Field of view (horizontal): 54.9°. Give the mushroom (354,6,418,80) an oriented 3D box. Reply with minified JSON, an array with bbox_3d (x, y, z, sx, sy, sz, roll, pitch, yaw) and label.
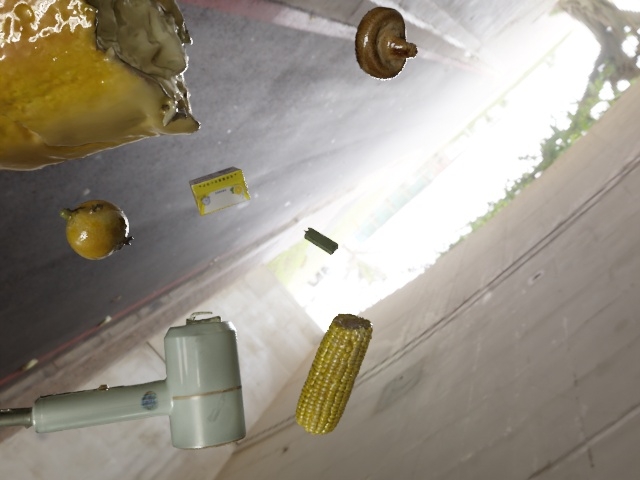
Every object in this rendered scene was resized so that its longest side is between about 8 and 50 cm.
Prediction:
[{"bbox_3d":[0.110,-0.344,1.080,0.109,0.126,0.085,-6,-152,-7],"label":"mushroom"}]

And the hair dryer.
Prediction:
[{"bbox_3d":[-0.288,0.216,0.857,0.357,0.173,0.107,-5,171,-18],"label":"hair dryer"}]

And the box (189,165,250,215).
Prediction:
[{"bbox_3d":[-0.326,-0.162,1.962,0.168,0.097,0.265,-21,-167,-11],"label":"box"}]

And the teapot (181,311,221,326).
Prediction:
[{"bbox_3d":[-0.248,0.181,1.283,0.083,0.067,0.057,-1,-173,-9],"label":"teapot"}]

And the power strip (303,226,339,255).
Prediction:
[{"bbox_3d":[0.000,0.000,1.246,0.027,0.083,0.017,-48,162,-32],"label":"power strip"}]

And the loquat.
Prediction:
[{"bbox_3d":[-0.636,-0.035,1.736,0.149,0.204,0.172,20,-103,56],"label":"loquat"}]

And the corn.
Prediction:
[{"bbox_3d":[0.025,0.254,1.171,0.093,0.093,0.244,-36,148,-74],"label":"corn"}]

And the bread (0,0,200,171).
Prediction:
[{"bbox_3d":[-0.379,-0.258,0.762,0.394,0.361,0.250,-17,-166,0],"label":"bread"}]
